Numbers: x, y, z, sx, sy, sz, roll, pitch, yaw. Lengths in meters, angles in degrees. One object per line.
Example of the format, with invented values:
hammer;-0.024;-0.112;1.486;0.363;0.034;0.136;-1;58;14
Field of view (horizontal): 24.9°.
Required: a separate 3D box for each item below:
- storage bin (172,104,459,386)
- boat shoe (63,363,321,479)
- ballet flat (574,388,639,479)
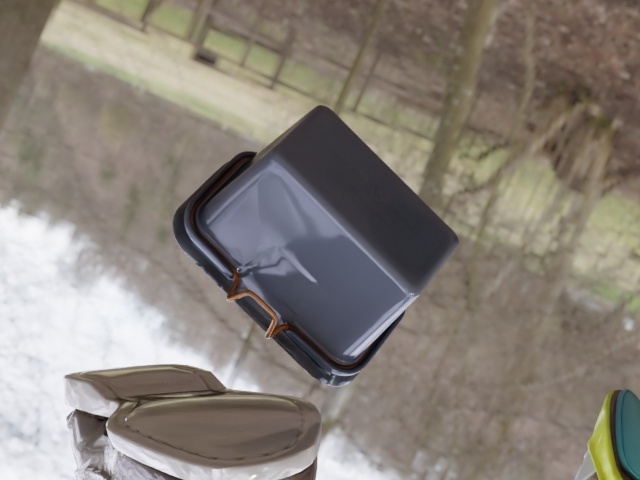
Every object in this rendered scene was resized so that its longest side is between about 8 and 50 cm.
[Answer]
storage bin;0.000;0.000;0.771;0.135;0.098;0.091;44;139;-2
boat shoe;-0.081;0.136;0.849;0.117;0.096;0.324;-3;-177;-23
ballet flat;0.255;0.223;1.232;0.077;0.077;0.231;41;-153;-31
